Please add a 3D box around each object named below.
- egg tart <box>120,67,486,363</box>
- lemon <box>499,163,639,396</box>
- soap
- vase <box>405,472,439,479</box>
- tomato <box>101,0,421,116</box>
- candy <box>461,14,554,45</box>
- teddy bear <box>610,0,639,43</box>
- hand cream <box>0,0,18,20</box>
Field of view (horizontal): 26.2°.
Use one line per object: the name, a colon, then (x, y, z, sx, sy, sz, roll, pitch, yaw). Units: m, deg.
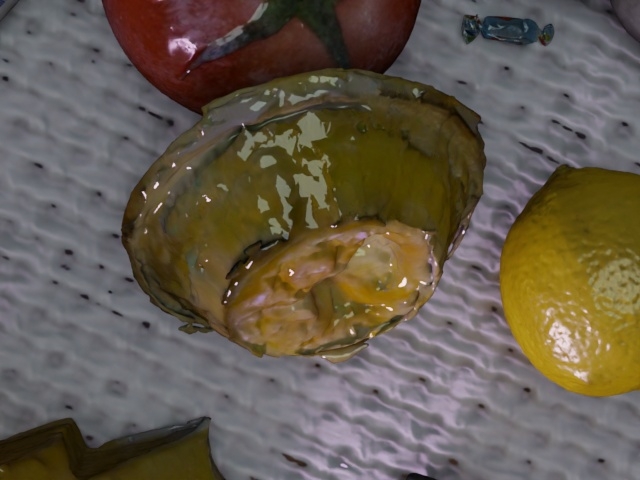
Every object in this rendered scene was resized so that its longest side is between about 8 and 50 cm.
egg tart: (0.000, 0.000, 1.090, 0.315, 0.315, 0.120, -19, 52, -2)
lemon: (0.236, 0.032, 1.149, 0.178, 0.178, 0.203, -22, 86, -1)
soap: (-0.212, 0.244, 1.057, 0.304, 0.339, 0.169, -17, 94, 0)
vase: (0.082, 0.360, 1.178, 0.251, 0.156, 0.301, 21, 85, -18)
tomato: (-0.052, -0.226, 1.096, 0.265, 0.265, 0.265, 0, 92, -2)
candy: (0.165, -0.183, 1.217, 0.083, 0.020, 0.030, 8, 92, -4)
teddy bear: (0.292, -0.244, 1.163, 0.251, 0.144, 0.171, 28, 76, -6)
hand cream: (-0.319, -0.210, 1.177, 0.248, 0.083, 0.133, -37, 92, 10)
